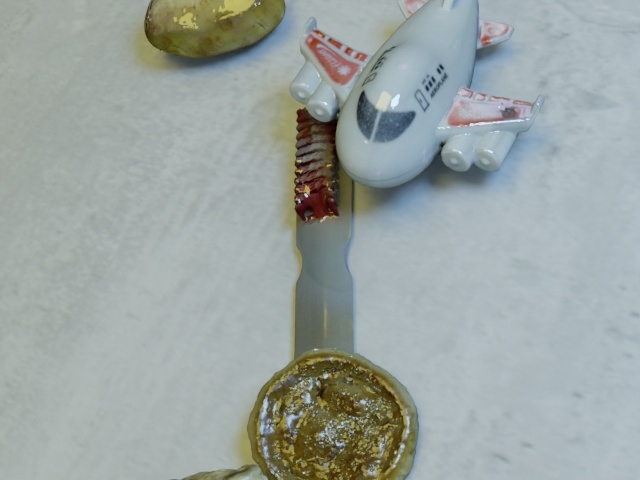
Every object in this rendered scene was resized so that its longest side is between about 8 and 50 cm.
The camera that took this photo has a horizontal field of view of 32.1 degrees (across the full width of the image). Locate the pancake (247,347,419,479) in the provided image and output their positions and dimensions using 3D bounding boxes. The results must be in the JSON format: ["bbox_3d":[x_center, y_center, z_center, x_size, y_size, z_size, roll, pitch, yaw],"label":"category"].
[{"bbox_3d":[0.010,0.169,1.001,0.158,0.028,0.158,-4,69,11],"label":"pancake"}]

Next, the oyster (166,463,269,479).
[{"bbox_3d":[-0.162,0.317,0.968,0.275,0.100,0.271,5,81,21],"label":"oyster"}]

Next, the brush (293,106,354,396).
[{"bbox_3d":[0.000,0.000,1.100,0.060,0.050,0.321,-8,61,15],"label":"brush"}]

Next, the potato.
[{"bbox_3d":[-0.122,-0.259,1.271,0.171,0.080,0.107,-16,66,18],"label":"potato"}]

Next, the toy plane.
[{"bbox_3d":[0.094,-0.158,1.088,0.252,0.118,0.252,-2,61,4],"label":"toy plane"}]
